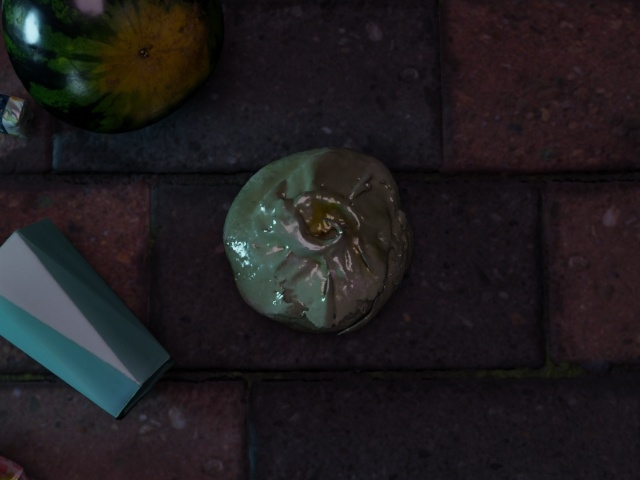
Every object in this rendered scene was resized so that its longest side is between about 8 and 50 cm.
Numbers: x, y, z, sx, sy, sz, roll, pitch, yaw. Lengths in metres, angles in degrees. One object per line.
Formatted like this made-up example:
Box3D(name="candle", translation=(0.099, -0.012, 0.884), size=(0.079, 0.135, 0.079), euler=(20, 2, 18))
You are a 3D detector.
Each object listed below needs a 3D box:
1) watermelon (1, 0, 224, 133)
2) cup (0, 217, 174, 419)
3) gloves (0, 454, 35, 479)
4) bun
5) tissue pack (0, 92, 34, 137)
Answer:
Box3D(name="watermelon", translation=(-0.250, -0.258, 1.532), size=(0.269, 0.269, 0.269), euler=(0, 79, 0))
Box3D(name="cup", translation=(-0.296, 0.104, 1.521), size=(0.236, 0.134, 0.148), euler=(43, 85, 6))
Box3D(name="gloves", translation=(-0.406, 0.310, 1.490), size=(0.145, 0.126, 0.241), euler=(-44, 58, 12))
Box3D(name="bun", translation=(0.000, 0.000, 1.536), size=(0.239, 0.141, 0.239), euler=(1, 78, -3))
Box3D(name="tissue pack", translation=(-0.410, -0.163, 1.607), size=(0.083, 0.062, 0.042), euler=(15, 74, 2))
